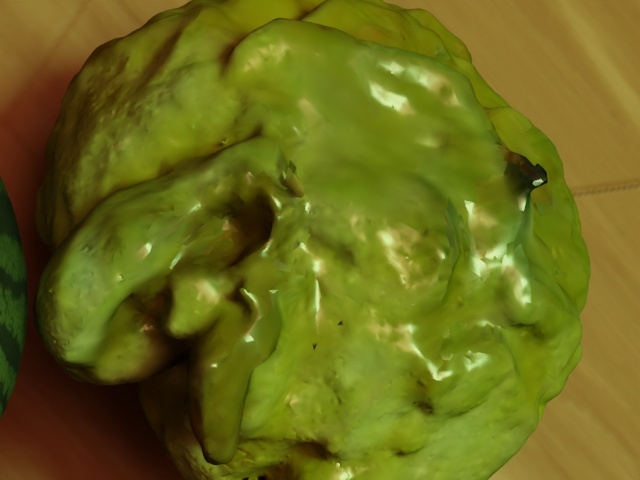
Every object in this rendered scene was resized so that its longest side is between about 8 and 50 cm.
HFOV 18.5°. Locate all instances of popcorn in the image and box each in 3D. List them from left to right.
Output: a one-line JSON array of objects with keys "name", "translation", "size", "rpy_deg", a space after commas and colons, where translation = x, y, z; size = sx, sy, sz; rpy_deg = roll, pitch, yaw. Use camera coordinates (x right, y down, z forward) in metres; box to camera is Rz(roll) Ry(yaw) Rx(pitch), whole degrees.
[{"name": "popcorn", "translation": [0.000, 0.000, 0.776], "size": [0.233, 0.192, 0.266], "rpy_deg": [56, 34, 2]}]

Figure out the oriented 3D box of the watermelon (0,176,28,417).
[{"name": "watermelon", "translation": [-0.203, 0.018, 0.674], "size": [0.212, 0.212, 0.212], "rpy_deg": [7, 72, -24]}]
